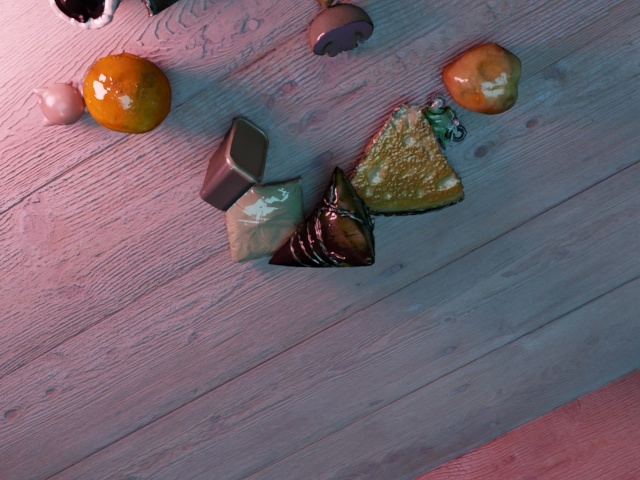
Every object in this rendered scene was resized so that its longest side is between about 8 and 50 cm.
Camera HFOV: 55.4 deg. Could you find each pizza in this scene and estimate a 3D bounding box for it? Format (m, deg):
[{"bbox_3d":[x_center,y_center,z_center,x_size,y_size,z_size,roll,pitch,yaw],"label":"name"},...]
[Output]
[{"bbox_3d":[0.240,-0.206,2.025,0.392,0.080,0.435,-31,121,11],"label":"pizza"}]

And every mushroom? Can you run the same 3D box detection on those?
[{"bbox_3d":[0.054,-0.615,1.754,0.188,0.141,0.117,-16,86,-2],"label":"mushroom"}]

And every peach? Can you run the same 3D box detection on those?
[{"bbox_3d":[0.488,-0.493,1.852,0.236,0.214,0.214,10,118,5],"label":"peach"}]

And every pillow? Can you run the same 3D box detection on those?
[{"bbox_3d":[-0.182,-0.060,2.047,0.274,0.076,0.280,-9,120,-6],"label":"pillow"}]

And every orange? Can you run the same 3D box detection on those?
[{"bbox_3d":[-0.537,-0.410,1.705,0.240,0.240,0.240,-4,119,-7],"label":"orange"}]

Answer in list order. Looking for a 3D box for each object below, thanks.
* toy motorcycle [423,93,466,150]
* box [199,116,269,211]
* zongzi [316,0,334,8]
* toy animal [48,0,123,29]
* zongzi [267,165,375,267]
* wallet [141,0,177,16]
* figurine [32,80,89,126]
[{"bbox_3d":[0.390,-0.380,1.963,0.106,0.074,0.190,-32,120,20],"label":"toy motorcycle"},{"bbox_3d":[-0.265,-0.231,1.844,0.138,0.274,0.178,34,122,-23],"label":"box"},{"bbox_3d":[0.012,-0.768,1.700,0.178,0.081,0.189,41,85,8],"label":"zongzi"},{"bbox_3d":[-0.594,-0.657,1.584,0.208,0.204,0.156,8,139,2],"label":"toy animal"},{"bbox_3d":[0.000,0.000,1.983,0.362,0.319,0.383,-15,164,-7],"label":"zongzi"},{"bbox_3d":[-0.458,-0.754,1.565,0.044,0.169,0.317,-6,122,21],"label":"wallet"},{"bbox_3d":[-0.743,-0.393,1.754,0.138,0.125,0.125,-14,121,-18],"label":"figurine"}]
